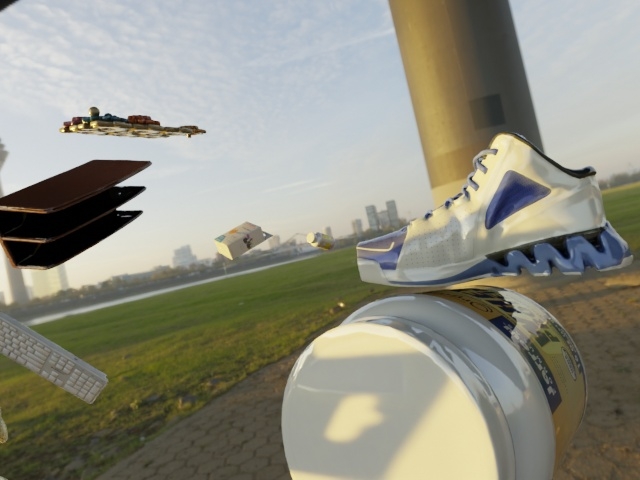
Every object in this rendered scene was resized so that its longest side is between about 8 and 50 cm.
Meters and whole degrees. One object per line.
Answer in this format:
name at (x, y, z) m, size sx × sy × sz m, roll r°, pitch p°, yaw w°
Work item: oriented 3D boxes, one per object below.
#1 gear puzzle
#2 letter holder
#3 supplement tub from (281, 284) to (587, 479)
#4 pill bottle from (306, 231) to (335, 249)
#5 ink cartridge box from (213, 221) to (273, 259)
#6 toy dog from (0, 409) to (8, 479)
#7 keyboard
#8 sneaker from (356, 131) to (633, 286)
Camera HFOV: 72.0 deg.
gear puzzle at (-0.404, -0.271, 1.034) m, size 0.176 × 0.044 × 0.339 m, roll 3°, pitch 9°, yaw 34°
letter holder at (-0.531, -0.069, 1.008) m, size 0.215 × 0.151 × 0.301 m, roll 3°, pitch 29°, yaw 22°
supplement tub at (0.135, 0.166, 0.466) m, size 0.229 × 0.228 × 0.316 m, roll -14°, pitch -10°, yaw 36°
pill bottle at (0.000, 0.000, 1.272) m, size 0.044 × 0.043 × 0.083 m, roll -14°, pitch -21°, yaw 41°
ink cartridge box at (-0.273, -0.011, 1.574) m, size 0.181 × 0.061 × 0.104 m, roll -32°, pitch 33°, yaw -29°
toy dog at (-0.749, 0.470, 0.850) m, size 0.285 × 0.408 × 0.395 m, roll -33°, pitch -26°, yaw -22°
keyboard at (-0.416, 0.144, 0.607) m, size 0.072 × 0.256 × 0.014 m, roll -48°, pitch 12°, yaw 25°
sneaker at (0.206, -0.039, 0.576) m, size 0.316 × 0.182 × 0.127 m, roll -8°, pitch -3°, yaw 20°
